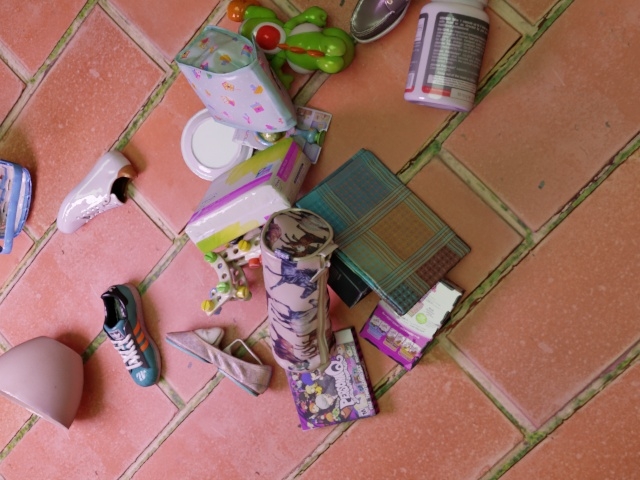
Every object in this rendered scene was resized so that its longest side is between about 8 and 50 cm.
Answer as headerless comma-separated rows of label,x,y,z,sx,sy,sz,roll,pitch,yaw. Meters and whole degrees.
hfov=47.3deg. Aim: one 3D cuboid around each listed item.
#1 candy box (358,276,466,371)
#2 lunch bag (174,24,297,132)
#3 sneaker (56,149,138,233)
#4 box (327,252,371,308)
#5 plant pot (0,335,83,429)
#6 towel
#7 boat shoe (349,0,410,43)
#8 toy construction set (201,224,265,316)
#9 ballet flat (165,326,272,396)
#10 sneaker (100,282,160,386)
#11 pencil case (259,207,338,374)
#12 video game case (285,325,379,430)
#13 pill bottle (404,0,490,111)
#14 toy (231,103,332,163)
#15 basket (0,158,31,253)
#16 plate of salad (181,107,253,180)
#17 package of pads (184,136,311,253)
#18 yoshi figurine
candy box,0.222,0.176,1.782,0.159,0.071,0.233,35,105,14
lunch bag,-0.185,-0.376,1.752,0.262,0.223,0.160,24,68,40
sneaker,-0.623,-0.109,2.043,0.123,0.106,0.290,45,105,14
box,0.069,0.033,1.770,0.153,0.108,0.207,-36,78,-27
plant pot,-0.788,0.383,2.075,0.284,0.284,0.190,20,65,17
towel,0.144,-0.030,1.729,0.370,0.040,0.271,44,64,12
boat shoe,0.178,-0.595,1.686,0.324,0.097,0.116,-44,81,18
toy construction set,-0.157,0.060,1.866,0.328,0.151,0.214,-14,64,12
ballet flat,-0.264,0.298,1.960,0.316,0.107,0.106,29,83,10
sneaker,-0.540,0.271,2.032,0.108,0.121,0.302,-20,87,20
pencil case,-0.044,0.132,1.706,0.183,0.160,0.410,41,146,39
video game case,0.020,0.356,1.881,0.210,0.042,0.231,-17,88,20
pill bottle,0.295,-0.446,1.667,0.161,0.161,0.283,13,98,18
toy,-0.104,-0.291,1.858,0.238,0.056,0.136,17,85,12
basket,-0.925,-0.119,2.084,0.289,0.201,0.254,26,105,48
plate of salad,-0.272,-0.256,1.941,0.200,0.048,0.199,0,93,9
package of pads,-0.177,-0.115,1.800,0.297,0.229,0.101,-24,118,30
yoshi figurine,-0.064,-0.485,1.815,0.362,0.203,0.203,25,61,30
